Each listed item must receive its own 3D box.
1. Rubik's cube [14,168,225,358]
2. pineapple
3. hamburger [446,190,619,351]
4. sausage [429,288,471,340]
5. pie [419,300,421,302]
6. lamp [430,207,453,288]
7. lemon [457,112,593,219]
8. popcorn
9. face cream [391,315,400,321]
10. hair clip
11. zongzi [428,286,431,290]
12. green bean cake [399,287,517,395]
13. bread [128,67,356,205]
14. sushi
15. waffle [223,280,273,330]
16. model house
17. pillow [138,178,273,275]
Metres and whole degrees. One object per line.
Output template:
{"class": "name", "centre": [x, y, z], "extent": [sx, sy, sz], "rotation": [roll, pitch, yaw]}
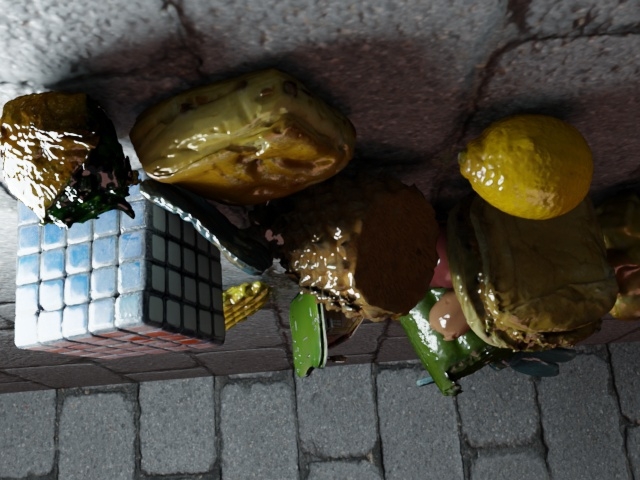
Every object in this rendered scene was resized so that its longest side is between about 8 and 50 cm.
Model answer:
{"class": "Rubik's cube", "centre": [-0.301, 0.047, 1.244], "extent": [0.237, 0.237, 0.238], "rotation": [-9, 164, 19]}
{"class": "pineapple", "centre": [0.001, -0.001, 1.265], "extent": [0.223, 0.223, 0.357], "rotation": [10, 177, -42]}
{"class": "hamburger", "centre": [0.332, 0.036, 1.292], "extent": [0.259, 0.283, 0.144], "rotation": [4, 154, -13]}
{"class": "sausage", "centre": [0.318, 0.072, 1.524], "extent": [0.289, 0.086, 0.086], "rotation": [-46, 154, 7]}
{"class": "pie", "centre": [0.064, 0.052, 1.496], "extent": [0.274, 0.055, 0.274], "rotation": [21, -178, -1]}
{"class": "lamp", "centre": [0.235, 0.010, 1.443], "extent": [0.182, 0.140, 0.182], "rotation": [-5, -168, 1]}
{"class": "lemon", "centre": [0.274, -0.100, 1.072], "extent": [0.187, 0.142, 0.142], "rotation": [8, 162, -7]}
{"class": "popcorn", "centre": [0.613, 0.010, 1.446], "extent": [0.332, 0.225, 0.265], "rotation": [-20, -171, -40]}
{"class": "face cream", "centre": [0.230, 0.161, 2.061], "extent": [0.078, 0.078, 0.273], "rotation": [9, 158, -40]}
{"class": "hair clip", "centre": [0.449, 0.223, 2.053], "extent": [0.392, 0.238, 0.318], "rotation": [-2, 163, -9]}
{"class": "zongzi", "centre": [0.226, 0.049, 1.683], "extent": [0.160, 0.078, 0.176], "rotation": [0, 157, -40]}
{"class": "green bean cake", "centre": [0.348, 0.169, 1.721], "extent": [0.319, 0.218, 0.335], "rotation": [-30, 168, 1]}
{"class": "bread", "centre": [-0.090, -0.113, 0.988], "extent": [0.235, 0.099, 0.210], "rotation": [-12, 163, 25]}
{"class": "sushi", "centre": [-0.283, -0.078, 0.949], "extent": [0.140, 0.149, 0.287], "rotation": [10, 163, 2]}
{"class": "waffle", "centre": [-0.226, 0.160, 1.846], "extent": [0.245, 0.052, 0.254], "rotation": [-19, 163, -13]}
{"class": "model house", "centre": [0.028, 0.219, 1.982], "extent": [0.154, 0.207, 0.294], "rotation": [-4, 165, -16]}
{"class": "pillow", "centre": [-0.142, -0.021, 1.098], "extent": [0.189, 0.034, 0.255], "rotation": [38, -178, -1]}
